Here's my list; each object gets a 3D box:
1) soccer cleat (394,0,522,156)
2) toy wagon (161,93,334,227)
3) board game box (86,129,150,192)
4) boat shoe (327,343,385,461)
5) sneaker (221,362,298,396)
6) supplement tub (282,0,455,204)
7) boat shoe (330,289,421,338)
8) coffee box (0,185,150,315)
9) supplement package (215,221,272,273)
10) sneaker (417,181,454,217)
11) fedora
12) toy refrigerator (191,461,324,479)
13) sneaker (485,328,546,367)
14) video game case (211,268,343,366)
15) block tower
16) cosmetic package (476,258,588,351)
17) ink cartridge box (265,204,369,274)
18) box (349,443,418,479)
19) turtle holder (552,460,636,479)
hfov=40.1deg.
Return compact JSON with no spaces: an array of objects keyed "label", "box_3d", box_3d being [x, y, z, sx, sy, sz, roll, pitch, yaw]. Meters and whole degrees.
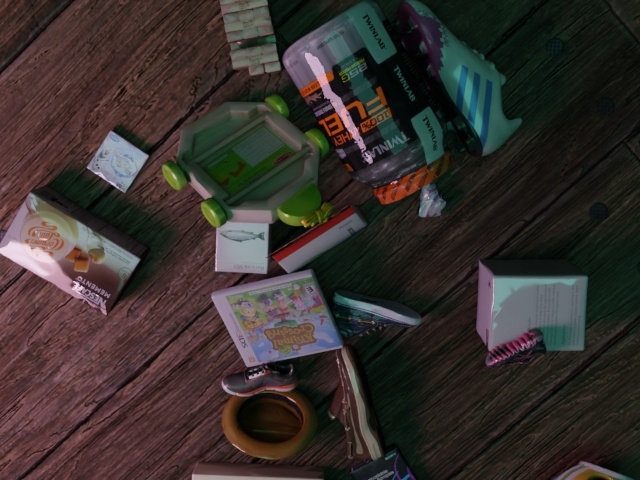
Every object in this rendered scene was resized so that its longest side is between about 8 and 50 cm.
[{"label":"soccer cleat","box_3d":[0.264,-0.321,1.660,0.143,0.116,0.331,-32,102,-10]},{"label":"toy wagon","box_3d":[-0.111,-0.124,1.605,0.267,0.068,0.344,-36,62,-21]},{"label":"board game box","box_3d":[-0.398,-0.156,1.728,0.090,0.020,0.090,34,100,-6]},{"label":"boat shoe","box_3d":[0.058,0.340,1.788,0.095,0.095,0.257,-14,101,9]},{"label":"sneaker","box_3d":[-0.123,0.271,1.782,0.157,0.061,0.065,-5,128,-10]},{"label":"supplement tub","box_3d":[0.095,-0.250,1.614,0.207,0.207,0.338,-31,99,6]},{"label":"boat shoe","box_3d":[0.106,0.161,1.771,0.183,0.065,0.083,15,107,2]},{"label":"coffee box","box_3d":[-0.482,0.019,1.722,0.246,0.098,0.141,33,99,-6]},{"label":"supplement package","box_3d":[-0.147,-0.035,1.707,0.105,0.105,0.179,2,101,-1]},{"label":"sneaker","box_3d":[0.231,-0.092,1.732,0.069,0.038,0.098,5,110,-2]},{"label":"fedora","box_3d":[-0.103,0.378,1.783,0.194,0.194,0.079,3,137,-1]},{"label":"toy refrigerator","box_3d":[-0.129,0.526,1.825,0.269,0.094,0.102,2,94,-1]},{"label":"sneaker","box_3d":[0.368,0.215,1.636,0.119,0.047,0.057,-27,114,8]},{"label":"video game case","box_3d":[-0.083,0.157,1.732,0.212,0.023,0.193,-13,123,14]},{"label":"block tower","box_3d":[-0.145,-0.476,1.628,0.091,0.097,0.336,-11,100,1]},{"label":"cosmetic package","box_3d":[0.409,0.124,1.713,0.183,0.151,0.151,1,101,0]},{"label":"ink cartridge box","box_3d":[0.000,0.000,1.653,0.181,0.224,0.056,-33,90,7]},{"label":"box","box_3d":[0.150,0.525,1.854,0.116,0.029,0.162,-31,98,6]},{"label":"turtle holder","box_3d":[0.523,0.557,1.733,0.320,0.243,0.227,30,77,-42]}]
